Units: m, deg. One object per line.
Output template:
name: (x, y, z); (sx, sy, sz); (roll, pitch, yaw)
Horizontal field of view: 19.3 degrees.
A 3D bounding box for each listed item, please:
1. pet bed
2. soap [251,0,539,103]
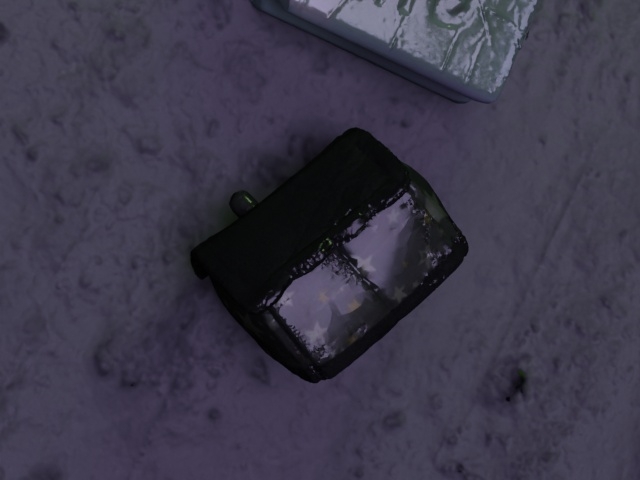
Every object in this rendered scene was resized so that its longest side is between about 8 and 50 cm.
pet bed: (0.000, 0.000, 1.733); (0.211, 0.183, 0.159); (-41, 111, -7)
soap: (0.060, -0.261, 1.769); (0.289, 0.095, 0.173); (24, 87, -17)
